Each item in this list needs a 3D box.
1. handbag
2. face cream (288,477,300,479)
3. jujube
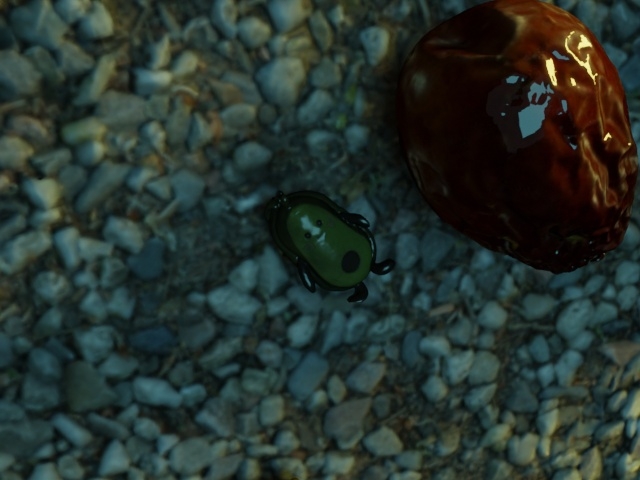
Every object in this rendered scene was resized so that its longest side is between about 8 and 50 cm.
[{"bbox_3d":[0.000,0.000,0.619,0.111,0.047,0.072,40,88,-24],"label":"handbag"},{"bbox_3d":[-0.150,0.315,0.620,0.348,0.105,0.105,-26,110,-10],"label":"face cream"},{"bbox_3d":[0.156,-0.067,0.604,0.168,0.168,0.236,-43,127,-3],"label":"jujube"}]
